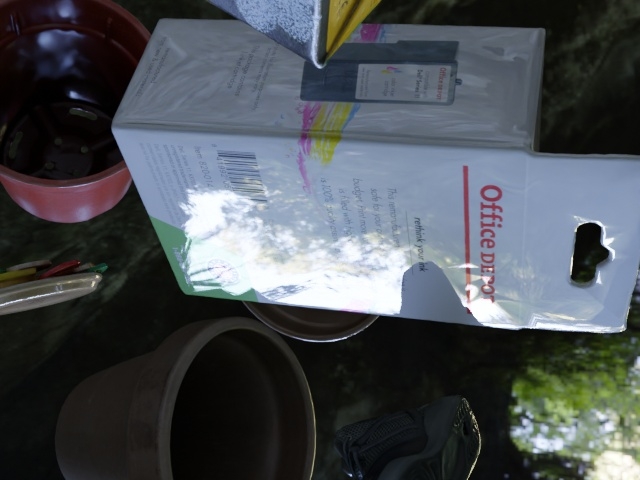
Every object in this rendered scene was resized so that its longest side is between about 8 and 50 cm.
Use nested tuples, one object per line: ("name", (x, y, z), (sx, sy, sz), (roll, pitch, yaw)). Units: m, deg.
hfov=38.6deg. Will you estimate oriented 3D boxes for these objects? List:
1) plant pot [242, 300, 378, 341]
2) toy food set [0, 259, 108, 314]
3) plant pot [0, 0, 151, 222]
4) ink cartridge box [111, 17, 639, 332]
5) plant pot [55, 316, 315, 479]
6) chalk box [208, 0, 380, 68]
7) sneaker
("plant pot", (0.000, 0.000, 1.166), (0.110, 0.237, 0.237), (-39, -64, -62))
("toy food set", (-0.164, 0.026, 0.523), (0.083, 0.082, 0.020), (-11, -95, -22))
("plant pot", (-0.352, -0.156, 1.250), (0.272, 0.265, 0.272), (4, -107, -12))
("ink cartridge box", (0.053, -0.045, 0.673), (0.207, 0.353, 0.119), (78, -158, -51))
("plant pot", (-0.170, 0.222, 1.028), (0.263, 0.229, 0.263), (16, -109, -56))
("chalk box", (-0.046, -0.197, 0.362), (0.132, 0.213, 0.132), (-51, -14, -23))
("sneaker", (0.060, 0.224, 0.843), (0.087, 0.130, 0.227), (64, -153, -9))
